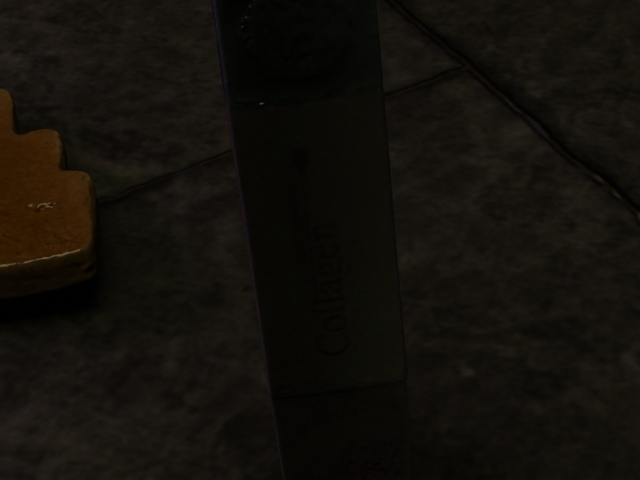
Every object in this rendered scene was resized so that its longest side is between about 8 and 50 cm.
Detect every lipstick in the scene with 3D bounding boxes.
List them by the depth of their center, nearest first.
[{"bbox_3d":[0.000,0.000,0.819,0.066,0.317,0.068,-8,39,-2],"label":"lipstick"}]

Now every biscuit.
[{"bbox_3d":[-0.218,-0.015,1.092,0.239,0.041,0.212,22,42,34],"label":"biscuit"}]
